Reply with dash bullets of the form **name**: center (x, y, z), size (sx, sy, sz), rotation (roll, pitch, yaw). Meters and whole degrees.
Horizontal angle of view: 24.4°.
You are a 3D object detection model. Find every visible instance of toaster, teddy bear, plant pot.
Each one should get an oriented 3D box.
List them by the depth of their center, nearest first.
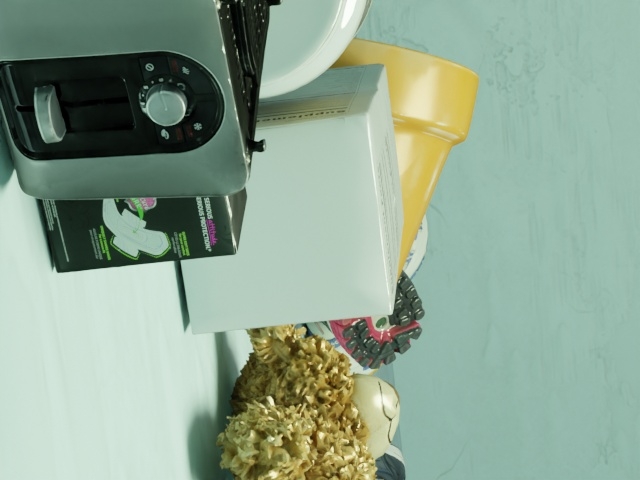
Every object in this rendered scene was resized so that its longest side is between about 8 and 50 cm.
- **toaster**: center (-0.082, -0.130, 0.612), size (0.186, 0.110, 0.168), rotation (-87, 171, -55)
- **teddy bear**: center (0.006, 0.192, 1.000), size (0.245, 0.113, 0.338), rotation (56, 19, -15)
- **plant pot**: center (0.018, -0.063, 1.248), size (0.205, 0.205, 0.188), rotation (19, 81, -84)

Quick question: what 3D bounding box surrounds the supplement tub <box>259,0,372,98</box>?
- **supplement tub**: center (-0.040, -0.163, 0.903), size (0.200, 0.144, 0.144), rotation (-68, 152, -77)

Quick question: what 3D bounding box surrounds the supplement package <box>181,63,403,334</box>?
- **supplement package**: center (-0.018, -0.037, 1.042), size (0.244, 0.139, 0.134), rotation (-70, 153, -75)

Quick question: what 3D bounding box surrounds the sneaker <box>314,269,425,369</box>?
- **sneaker**: center (0.000, 0.000, 1.443), size (0.112, 0.121, 0.299), rotation (39, -23, 46)

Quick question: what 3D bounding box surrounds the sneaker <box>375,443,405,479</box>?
- **sneaker**: center (0.061, 0.306, 1.709), size (0.226, 0.086, 0.163), rotation (56, 17, -59)

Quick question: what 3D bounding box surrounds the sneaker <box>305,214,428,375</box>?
- **sneaker**: center (0.052, 0.010, 1.698), size (0.131, 0.111, 0.296), rotation (69, 27, -51)

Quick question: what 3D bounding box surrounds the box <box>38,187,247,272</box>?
- **box**: center (-0.079, -0.025, 0.671), size (0.062, 0.083, 0.052), rotation (-84, 167, -63)
